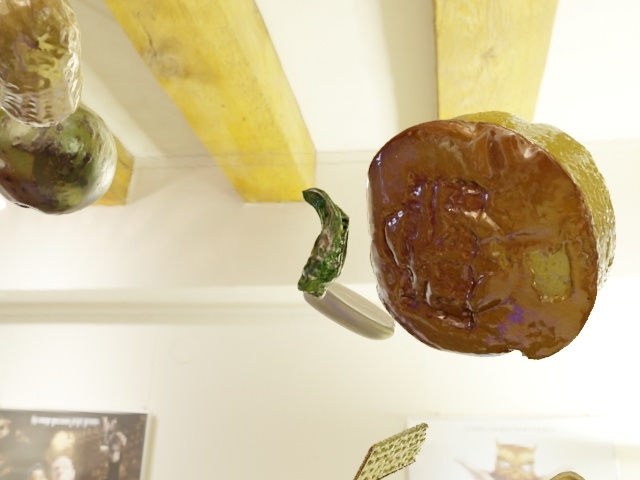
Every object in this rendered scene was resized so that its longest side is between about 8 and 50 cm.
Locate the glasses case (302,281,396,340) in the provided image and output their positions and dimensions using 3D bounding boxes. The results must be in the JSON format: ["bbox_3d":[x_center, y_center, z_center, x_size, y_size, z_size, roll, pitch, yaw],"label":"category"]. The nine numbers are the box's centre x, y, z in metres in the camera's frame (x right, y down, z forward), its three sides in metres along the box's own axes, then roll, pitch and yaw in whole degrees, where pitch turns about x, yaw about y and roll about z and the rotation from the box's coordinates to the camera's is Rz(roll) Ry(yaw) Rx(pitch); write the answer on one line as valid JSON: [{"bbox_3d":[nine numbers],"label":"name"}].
[{"bbox_3d":[0.055,0.128,1.290,0.193,0.049,0.074,33,-38,-20],"label":"glasses case"}]

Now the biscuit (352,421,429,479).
[{"bbox_3d":[0.141,0.412,1.359,0.203,0.016,0.144,-8,-51,-43],"label":"biscuit"}]

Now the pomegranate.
[{"bbox_3d":[-0.492,-0.194,1.310,0.242,0.306,0.242,0,-28,0],"label":"pomegranate"}]

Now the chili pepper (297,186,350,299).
[{"bbox_3d":[0.005,-0.003,1.038,0.073,0.182,0.050,-15,-35,30],"label":"chili pepper"}]

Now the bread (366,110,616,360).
[{"bbox_3d":[0.168,-0.004,0.738,0.270,0.269,0.148,-17,9,42],"label":"bread"}]

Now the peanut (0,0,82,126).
[{"bbox_3d":[-0.295,-0.190,0.725,0.095,0.108,0.226,-9,-8,-20],"label":"peanut"}]

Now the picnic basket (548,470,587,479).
[{"bbox_3d":[0.287,0.473,0.857,0.313,0.228,0.175,-31,-57,-14],"label":"picnic basket"}]
